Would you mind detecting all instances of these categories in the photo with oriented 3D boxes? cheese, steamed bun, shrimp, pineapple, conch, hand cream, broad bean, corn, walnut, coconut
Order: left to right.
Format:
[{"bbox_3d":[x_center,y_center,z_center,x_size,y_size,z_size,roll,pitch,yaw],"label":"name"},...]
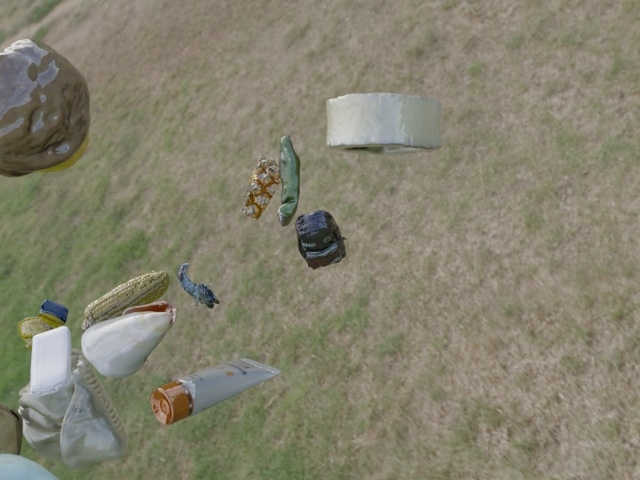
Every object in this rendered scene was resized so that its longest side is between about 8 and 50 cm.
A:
[{"bbox_3d":[-0.848,0.485,1.579,0.224,0.224,0.224,-21,47,25],"label":"coconut"},{"bbox_3d":[-0.577,-0.246,1.229,0.273,0.227,0.273,-23,32,15],"label":"walnut"},{"bbox_3d":[-0.812,0.261,1.898,0.250,0.156,0.064,-49,20,36],"label":"cheese"},{"bbox_3d":[-0.767,0.530,1.940,0.255,0.368,0.342,-27,6,-17],"label":"steamed bun"},{"bbox_3d":[-0.519,0.163,1.702,0.261,0.097,0.097,-35,38,-20],"label":"corn"},{"bbox_3d":[-0.275,0.130,0.923,0.176,0.104,0.094,-47,70,26],"label":"conch"},{"bbox_3d":[-0.375,0.150,1.905,0.082,0.174,0.076,-17,31,44],"label":"shrimp"},{"bbox_3d":[-0.241,0.343,1.505,0.139,0.314,0.089,9,103,37],"label":"hand cream"},{"bbox_3d":[-0.140,-0.154,1.637,0.233,0.079,0.135,-91,22,-65],"label":"pineapple"},{"bbox_3d":[-0.064,-0.113,1.291,0.046,0.061,0.195,0,70,7],"label":"broad bean"},{"bbox_3d":[0.186,-0.332,1.848,0.292,0.332,0.153,4,93,52],"label":"cheese"}]

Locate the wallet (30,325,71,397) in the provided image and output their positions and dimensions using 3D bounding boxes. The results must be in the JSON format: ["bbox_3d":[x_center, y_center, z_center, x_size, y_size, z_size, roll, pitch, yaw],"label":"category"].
[{"bbox_3d":[-0.634,0.284,1.506,0.095,0.033,0.190,-20,42,-7],"label":"wallet"}]

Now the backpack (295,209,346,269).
[{"bbox_3d":[-0.004,0.000,1.611,0.120,0.165,0.106,-20,56,8],"label":"backpack"}]

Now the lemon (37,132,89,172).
[{"bbox_3d":[-0.655,-0.255,1.513,0.192,0.231,0.192,-1,88,19],"label":"lemon"}]

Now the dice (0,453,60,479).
[{"bbox_3d":[-0.565,0.553,1.085,0.264,0.268,0.262,-46,-1,37],"label":"dice"}]
